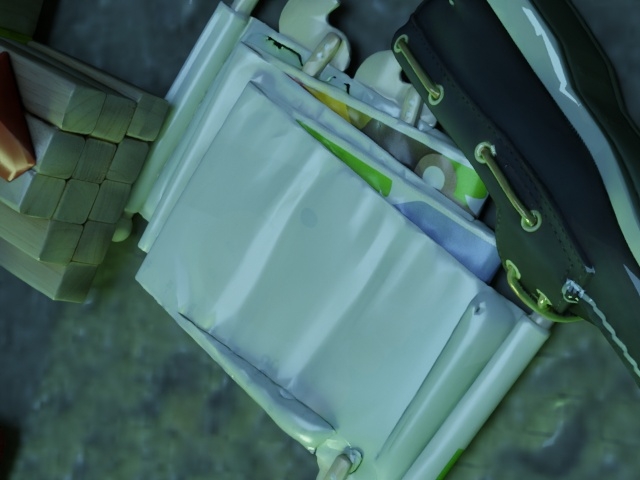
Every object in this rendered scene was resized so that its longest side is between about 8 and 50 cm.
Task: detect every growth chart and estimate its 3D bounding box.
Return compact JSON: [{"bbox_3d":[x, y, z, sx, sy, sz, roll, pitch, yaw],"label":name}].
[{"bbox_3d":[0.000,0.000,0.681,0.172,0.021,0.237,-50,63,15],"label":"growth chart"}]

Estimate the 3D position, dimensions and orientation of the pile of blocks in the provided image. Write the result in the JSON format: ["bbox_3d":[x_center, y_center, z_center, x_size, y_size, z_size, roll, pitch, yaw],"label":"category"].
[{"bbox_3d":[-0.219,-0.125,0.761,0.149,0.113,0.362,-45,61,21],"label":"pile of blocks"}]

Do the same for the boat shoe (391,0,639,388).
[{"bbox_3d":[0.099,-0.011,0.594,0.069,0.081,0.227,-38,60,24],"label":"boat shoe"}]

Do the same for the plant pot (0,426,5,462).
[{"bbox_3d":[-0.357,0.159,0.747,0.236,0.267,0.267,23,96,43],"label":"plant pot"}]
